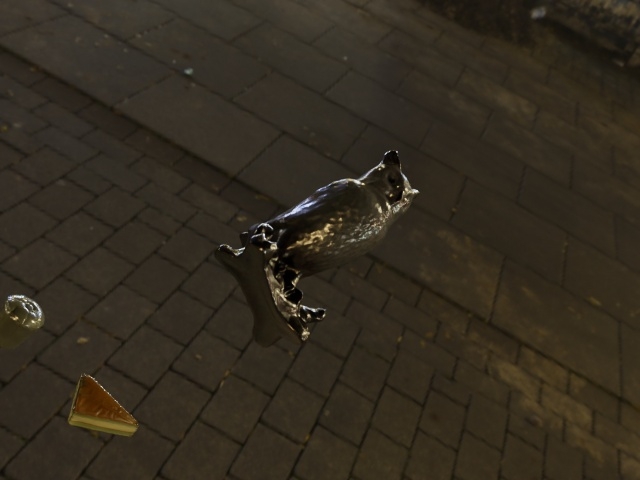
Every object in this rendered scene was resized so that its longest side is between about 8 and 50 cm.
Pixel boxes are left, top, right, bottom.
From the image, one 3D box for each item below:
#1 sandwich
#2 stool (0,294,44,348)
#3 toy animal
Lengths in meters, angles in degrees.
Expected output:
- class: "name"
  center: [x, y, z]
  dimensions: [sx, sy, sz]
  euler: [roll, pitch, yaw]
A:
- class: "sandwich"
  center: [-0.525, 0.404, 1.939]
  dimensions: [0.163, 0.079, 0.114]
  euler: [18, 47, -19]
- class: "stool"
  center: [-0.674, 0.181, 1.738]
  dimensions: [0.096, 0.110, 0.096]
  euler: [42, 15, -14]
- class: "toy animal"
  center: [0.001, -0.002, 0.757]
  dimensions: [0.210, 0.121, 0.117]
  euler: [-37, 25, -27]
